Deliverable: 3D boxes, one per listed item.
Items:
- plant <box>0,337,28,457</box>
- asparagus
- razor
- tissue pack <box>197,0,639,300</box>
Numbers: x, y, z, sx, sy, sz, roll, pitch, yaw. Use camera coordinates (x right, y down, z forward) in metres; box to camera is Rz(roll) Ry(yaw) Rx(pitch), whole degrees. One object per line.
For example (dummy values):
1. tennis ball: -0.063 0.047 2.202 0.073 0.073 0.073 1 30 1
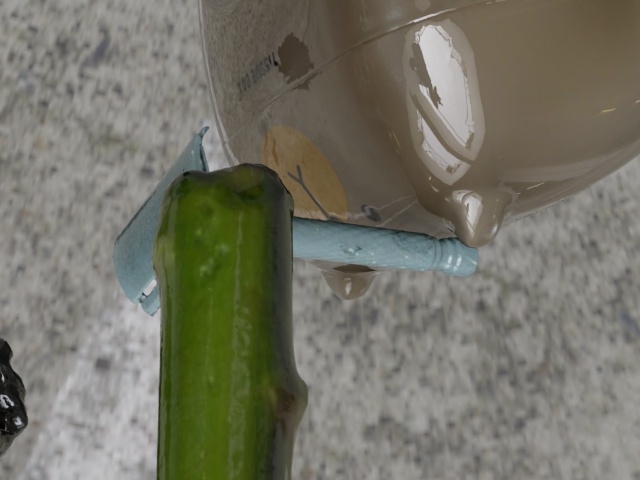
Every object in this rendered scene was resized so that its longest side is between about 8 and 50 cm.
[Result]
1. plant: -0.296 0.125 1.154 0.256 0.164 0.142 -22 119 21
2. asparagus: -0.042 0.096 0.842 0.067 0.277 0.060 21 146 -30
3. razor: 0.000 0.000 1.199 0.232 0.068 0.106 7 143 -32
4. tissue pack: 0.080 -0.125 1.379 0.267 0.387 0.276 -18 88 -22
